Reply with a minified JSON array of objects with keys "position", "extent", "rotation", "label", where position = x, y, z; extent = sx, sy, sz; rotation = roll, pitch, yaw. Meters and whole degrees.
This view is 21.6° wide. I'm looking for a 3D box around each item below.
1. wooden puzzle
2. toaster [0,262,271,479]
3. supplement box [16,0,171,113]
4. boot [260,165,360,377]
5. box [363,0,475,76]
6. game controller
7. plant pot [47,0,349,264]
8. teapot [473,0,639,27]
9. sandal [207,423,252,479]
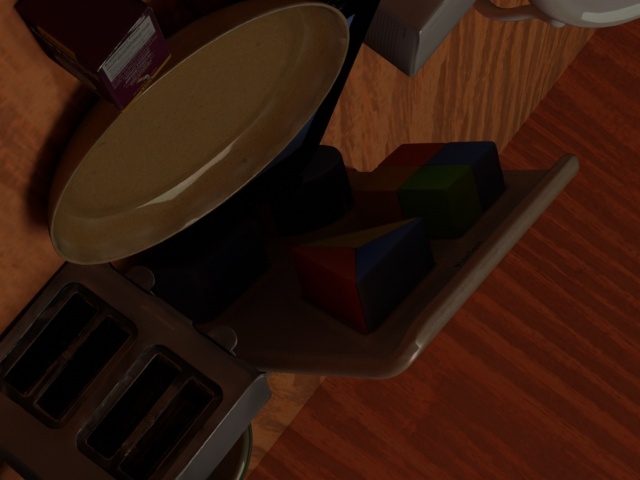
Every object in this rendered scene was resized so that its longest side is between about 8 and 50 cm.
[{"position":[0.000,0.000,1.383],"extent":[0.348,0.080,0.322],"rotation":[-4,-154,36],"label":"wooden puzzle"},{"position":[-0.152,0.118,1.200],"extent":[0.185,0.168,0.110],"rotation":[-51,169,-16],"label":"toaster"},{"position":[-0.113,-0.104,0.847],"extent":[0.043,0.055,0.083],"rotation":[-51,171,-7],"label":"supplement box"},{"position":[-0.034,0.033,1.772],"extent":[0.178,0.085,0.236],"rotation":[-61,174,37],"label":"boot"},{"position":[0.071,-0.204,1.321],"extent":[0.101,0.087,0.102],"rotation":[-51,172,-11],"label":"box"},{"position":[-0.038,-0.101,1.235],"extent":[0.166,0.067,0.319],"rotation":[-47,170,-32],"label":"game controller"},{"position":[-0.083,-0.075,1.068],"extent":[0.236,0.032,0.236],"rotation":[-37,164,-12],"label":"plant pot"},{"position":[0.249,-0.326,1.505],"extent":[0.256,0.187,0.252],"rotation":[-26,147,-5],"label":"teapot"},{"position":[-0.190,0.297,1.945],"extent":[0.303,0.120,0.086],"rotation":[-51,158,-9],"label":"sandal"}]
